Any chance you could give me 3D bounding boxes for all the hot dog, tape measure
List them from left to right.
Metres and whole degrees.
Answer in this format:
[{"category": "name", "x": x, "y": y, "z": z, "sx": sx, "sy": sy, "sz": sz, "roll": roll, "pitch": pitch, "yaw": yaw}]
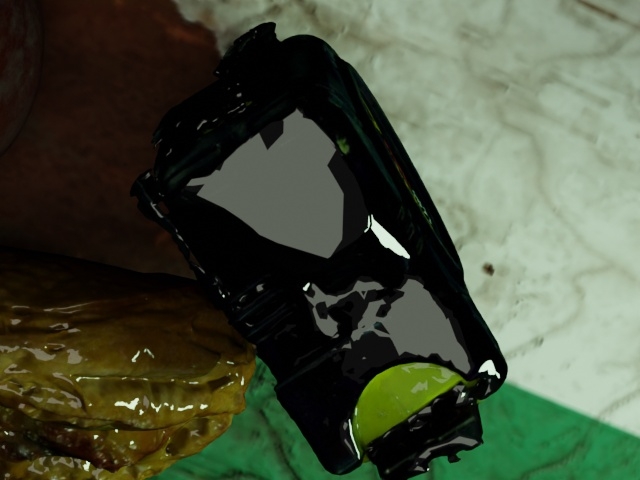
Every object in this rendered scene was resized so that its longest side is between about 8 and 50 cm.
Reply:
[{"category": "hot dog", "x": -0.148, "y": 0.058, "z": 0.802, "sx": 0.226, "sy": 0.099, "sz": 0.160, "roll": 11, "pitch": 147, "yaw": 3}, {"category": "tape measure", "x": 0.000, "y": 0.000, "z": 0.761, "sx": 0.112, "sy": 0.186, "sz": 0.199, "roll": -27, "pitch": 108, "yaw": 9}]

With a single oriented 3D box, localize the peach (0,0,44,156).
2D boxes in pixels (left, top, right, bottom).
[{"category": "peach", "x": -0.203, "y": -0.100, "z": 0.752, "sx": 0.152, "sy": 0.152, "sz": 0.152, "roll": -1, "pitch": 105, "yaw": -2}]
